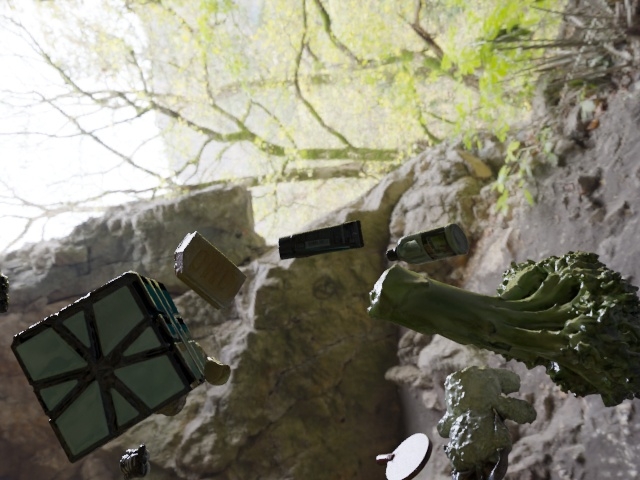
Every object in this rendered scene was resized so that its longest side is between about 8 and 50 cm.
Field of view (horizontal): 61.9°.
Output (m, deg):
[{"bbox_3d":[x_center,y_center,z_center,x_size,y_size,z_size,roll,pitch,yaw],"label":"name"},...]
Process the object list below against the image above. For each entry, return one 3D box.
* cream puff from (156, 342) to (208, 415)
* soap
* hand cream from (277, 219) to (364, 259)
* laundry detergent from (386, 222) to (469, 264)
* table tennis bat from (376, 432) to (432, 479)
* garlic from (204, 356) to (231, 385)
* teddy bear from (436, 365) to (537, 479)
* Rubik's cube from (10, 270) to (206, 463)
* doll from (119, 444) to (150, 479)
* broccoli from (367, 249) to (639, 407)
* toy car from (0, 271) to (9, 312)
[{"bbox_3d":[-0.519,0.468,1.850,0.282,0.185,0.282,-64,-3,-7],"label":"cream puff"},{"bbox_3d":[-0.358,0.098,1.686,0.073,0.140,0.232,-11,131,48],"label":"soap"},{"bbox_3d":[0.000,0.000,1.694,0.120,0.270,0.061,-95,-10,-45],"label":"hand cream"},{"bbox_3d":[0.274,0.018,1.425,0.099,0.225,0.070,42,-129,-32],"label":"laundry detergent"},{"bbox_3d":[0.289,0.775,1.898,0.038,0.200,0.310,43,147,-2],"label":"table tennis bat"},{"bbox_3d":[-0.210,0.270,1.094,0.083,0.041,0.053,-3,75,52],"label":"garlic"},{"bbox_3d":[0.515,0.584,1.647,0.375,0.327,0.362,31,-141,-47],"label":"teddy bear"},{"bbox_3d":[-0.438,0.264,1.178,0.288,0.293,0.283,61,169,7],"label":"Rubik's cube"},{"bbox_3d":[-0.572,0.688,1.647,0.219,0.067,0.091,-36,49,48],"label":"doll"},{"bbox_3d":[0.303,0.126,0.889,0.353,0.397,0.275,51,-136,-54],"label":"broccoli"},{"bbox_3d":[-1.039,0.125,1.580,0.314,0.198,0.166,-40,62,54],"label":"toy car"}]
